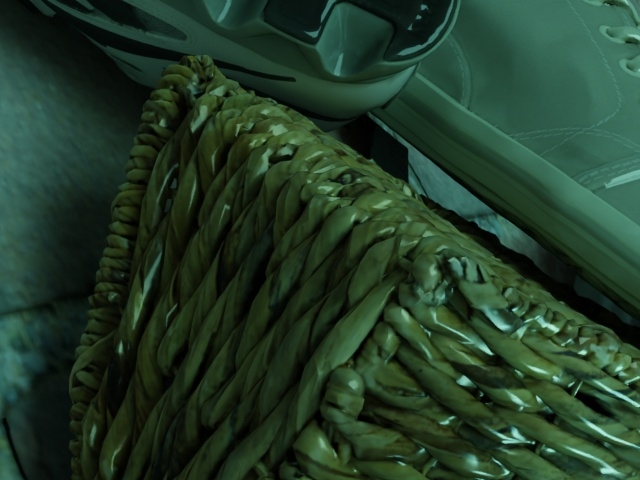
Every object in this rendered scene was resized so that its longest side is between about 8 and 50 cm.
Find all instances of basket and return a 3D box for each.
[{"bbox_3d":[0.031,0.097,0.691,0.299,0.213,0.223,28,7,-40],"label":"basket"}]

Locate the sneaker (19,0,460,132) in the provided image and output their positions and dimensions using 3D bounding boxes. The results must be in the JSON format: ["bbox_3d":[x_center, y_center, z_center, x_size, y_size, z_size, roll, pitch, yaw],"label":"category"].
[{"bbox_3d":[-0.107,-0.146,0.750,0.330,0.146,0.122,32,63,-3],"label":"sneaker"}]

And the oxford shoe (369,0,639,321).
[{"bbox_3d":[0.142,-0.051,0.796,0.449,0.130,0.169,44,5,38],"label":"oxford shoe"}]

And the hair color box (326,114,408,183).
[{"bbox_3d":[0.000,0.000,0.818,0.093,0.053,0.167,35,38,-33],"label":"hair color box"}]

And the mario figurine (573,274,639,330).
[{"bbox_3d":[0.248,0.050,0.975,0.198,0.170,0.320,56,-6,-11],"label":"mario figurine"}]
